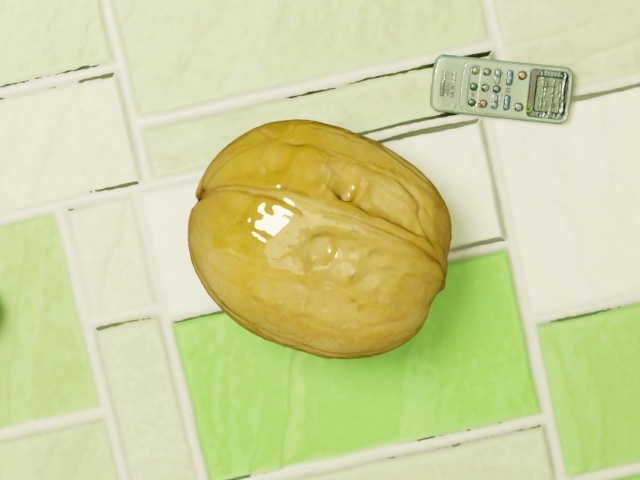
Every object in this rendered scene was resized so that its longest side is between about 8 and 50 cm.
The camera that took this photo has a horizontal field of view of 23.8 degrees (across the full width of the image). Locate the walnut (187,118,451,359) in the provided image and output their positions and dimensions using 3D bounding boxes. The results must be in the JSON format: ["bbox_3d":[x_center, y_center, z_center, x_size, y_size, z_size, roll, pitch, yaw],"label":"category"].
[{"bbox_3d":[0.000,0.000,1.271,0.226,0.193,0.193,26,96,-3],"label":"walnut"}]

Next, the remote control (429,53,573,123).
[{"bbox_3d":[0.159,-0.133,1.337,0.124,0.018,0.053,7,97,-1],"label":"remote control"}]
